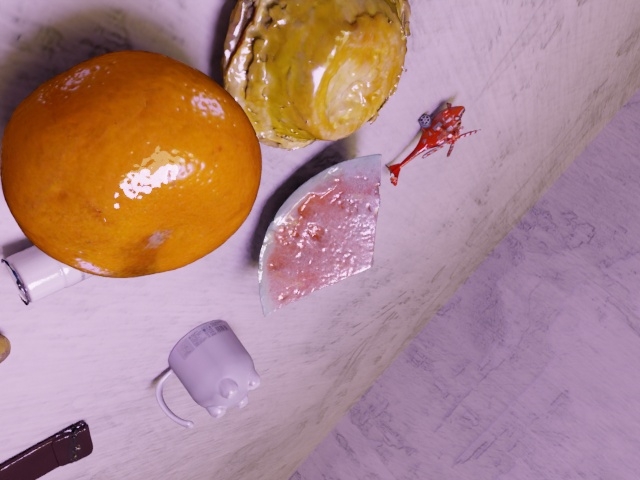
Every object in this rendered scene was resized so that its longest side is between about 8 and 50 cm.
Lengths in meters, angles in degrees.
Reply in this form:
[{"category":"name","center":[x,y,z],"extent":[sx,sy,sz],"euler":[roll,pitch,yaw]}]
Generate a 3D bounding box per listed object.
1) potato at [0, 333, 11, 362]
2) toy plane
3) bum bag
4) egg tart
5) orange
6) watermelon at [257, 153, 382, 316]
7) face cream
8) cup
[{"category":"potato","center":[-0.410,0.132,0.560],"extent":[0.046,0.045,0.092],"euler":[-19,170,39]},{"category":"toy plane","center":[0.212,-0.190,0.960],"extent":[0.126,0.077,0.194],"euler":[3,134,-51]},{"category":"bum bag","center":[-0.477,0.382,0.834],"extent":[0.159,0.026,0.109],"euler":[-25,148,-34]},{"category":"egg tart","center":[0.014,-0.217,0.593],"extent":[0.294,0.116,0.295],"euler":[-34,153,-20]},{"category":"orange","center":[-0.174,-0.070,0.470],"extent":[0.240,0.171,0.240],"euler":[-29,154,-16]},{"category":"watermelon","center":[0.000,0.000,0.829],"extent":[0.259,0.176,0.256],"euler":[-18,141,-3]},{"category":"face cream","center":[-0.249,-0.003,0.593],"extent":[0.243,0.058,0.092],"euler":[-31,146,-38]},{"category":"cup","center":[-0.209,0.255,0.905],"extent":[0.173,0.142,0.134],"euler":[-19,144,-40]}]
